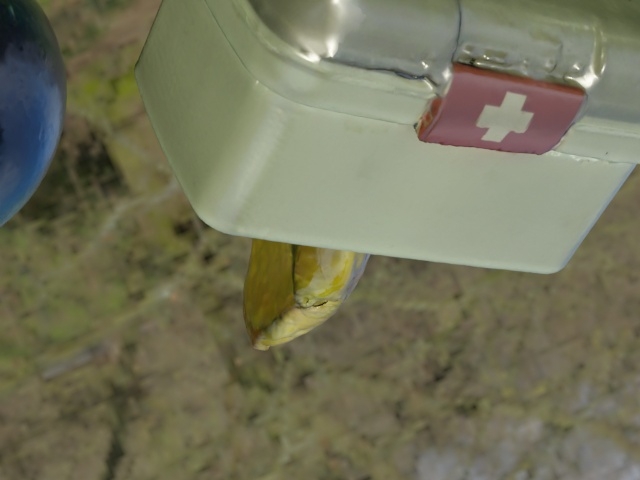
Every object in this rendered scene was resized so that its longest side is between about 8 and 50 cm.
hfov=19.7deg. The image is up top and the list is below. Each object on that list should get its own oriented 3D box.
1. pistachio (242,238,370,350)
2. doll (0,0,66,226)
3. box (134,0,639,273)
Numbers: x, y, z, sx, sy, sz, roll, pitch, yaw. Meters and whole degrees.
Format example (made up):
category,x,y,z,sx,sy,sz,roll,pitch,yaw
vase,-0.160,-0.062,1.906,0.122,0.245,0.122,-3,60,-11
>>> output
category,x,y,z,sx,sy,sz,roll,pitch,yaw
pistachio,0.000,0.000,0.977,0.049,0.089,0.173,2,138,-17
doll,-0.252,-0.125,1.084,0.199,0.321,0.186,3,164,-34
box,0.037,-0.075,0.766,0.210,0.148,0.129,7,128,-31
